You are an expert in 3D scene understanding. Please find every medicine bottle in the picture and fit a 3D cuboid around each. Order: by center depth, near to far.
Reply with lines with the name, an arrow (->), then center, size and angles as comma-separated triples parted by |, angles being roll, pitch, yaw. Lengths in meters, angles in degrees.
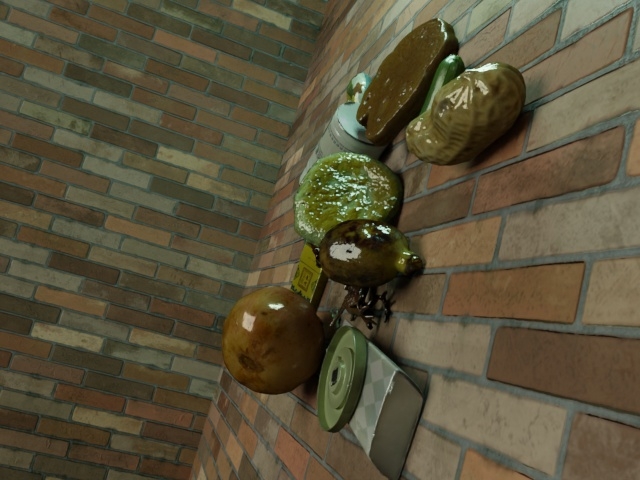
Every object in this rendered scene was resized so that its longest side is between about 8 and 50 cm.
medicine bottle -> 0.072, -0.258, 1.922 | 0.332, 0.190, 0.189 | 123, 159, -47

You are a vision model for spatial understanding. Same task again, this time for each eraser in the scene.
eraser -> 0.100, 0.325, 1.316 | 0.397, 0.082, 0.213 | -153, 81, -76

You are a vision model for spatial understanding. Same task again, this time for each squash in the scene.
squash -> 0.286, -0.334, 1.440 | 0.077, 0.068, 0.219 | 43, 115, 57

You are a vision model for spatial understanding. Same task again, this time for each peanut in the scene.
peanut -> 0.274, -0.237, 1.195 | 0.325, 0.153, 0.140 | -27, 42, 62

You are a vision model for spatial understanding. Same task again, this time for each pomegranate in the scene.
pomegranate -> -0.130, 0.295, 1.836 | 0.338, 0.338, 0.338 | -162, 90, -76

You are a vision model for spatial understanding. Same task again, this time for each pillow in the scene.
pillow -> 0.139, -0.506, 2.227 | 0.233, 0.086, 0.214 | -94, 14, -50

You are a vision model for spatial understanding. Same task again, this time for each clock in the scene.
clock -> 0.040, 0.304, 1.335 | 0.235, 0.029, 0.234 | -163, 90, -76

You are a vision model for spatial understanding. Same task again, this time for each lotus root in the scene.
lotus root -> 0.106, 0.028, 1.422 | 0.314, 0.141, 0.169 | 4, 48, 42

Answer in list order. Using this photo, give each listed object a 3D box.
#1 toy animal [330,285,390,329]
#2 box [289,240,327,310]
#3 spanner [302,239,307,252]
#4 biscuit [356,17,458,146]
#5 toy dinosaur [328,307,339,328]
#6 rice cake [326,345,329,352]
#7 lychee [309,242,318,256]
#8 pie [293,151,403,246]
toy animal -> 0.099, 0.138, 1.551 | 0.260, 0.087, 0.243 | 121, 159, -53
box -> -0.044, 0.157, 2.088 | 0.153, 0.041, 0.278 | 32, 106, 56
spanner -> -0.056, 0.020, 2.423 | 0.325, 0.026, 0.093 | -85, 20, -45
biscuit -> 0.227, -0.428, 1.663 | 0.359, 0.074, 0.380 | 1, 67, 66
toy dinosaur -> 0.043, 0.232, 1.789 | 0.083, 0.021, 0.062 | 145, 128, -66
rice cake -> 0.039, 0.360, 1.598 | 0.210, 0.043, 0.034 | -90, 15, -51
lychee -> 0.060, -0.007, 1.721 | 0.188, 0.188, 0.188 | -162, 90, -76
pie -> 0.073, -0.111, 1.635 | 0.070, 0.324, 0.323 | 64, -150, -55
